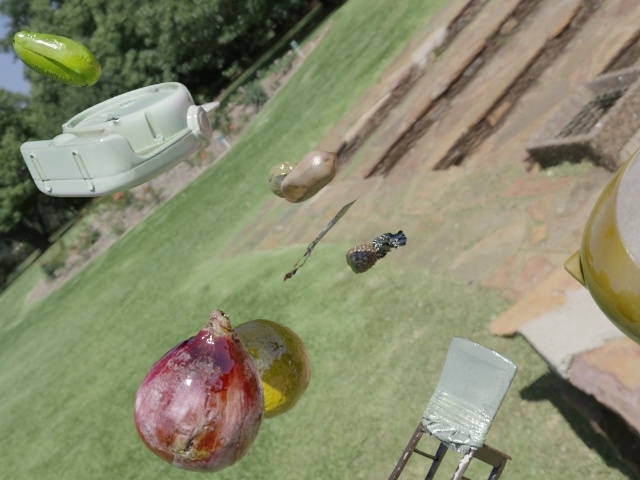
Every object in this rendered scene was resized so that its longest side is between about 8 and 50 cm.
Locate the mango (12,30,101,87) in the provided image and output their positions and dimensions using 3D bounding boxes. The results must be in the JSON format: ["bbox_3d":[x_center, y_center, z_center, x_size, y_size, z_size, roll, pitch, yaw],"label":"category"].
[{"bbox_3d":[-0.490,-0.346,1.433,0.091,0.165,0.074,-47,22,50],"label":"mango"}]

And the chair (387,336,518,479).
[{"bbox_3d":[0.284,0.373,1.508,0.160,0.186,0.319,21,81,43],"label":"chair"}]

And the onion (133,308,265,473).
[{"bbox_3d":[-0.137,0.175,0.916,0.159,0.160,0.194,-98,23,-73],"label":"onion"}]

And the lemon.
[{"bbox_3d":[-0.139,0.296,1.803,0.228,0.228,0.253,-42,23,2],"label":"lemon"}]

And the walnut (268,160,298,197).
[{"bbox_3d":[-0.075,-0.138,1.740,0.092,0.092,0.092,-40,15,13],"label":"walnut"}]

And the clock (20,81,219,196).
[{"bbox_3d":[-0.330,-0.187,1.337,0.265,0.108,0.324,0,30,38],"label":"clock"}]

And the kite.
[{"bbox_3d":[-0.001,-0.001,1.274,0.141,0.015,0.245,-52,-1,28],"label":"kite"}]

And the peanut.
[{"bbox_3d":[-0.024,-0.134,1.619,0.152,0.076,0.076,-40,15,23],"label":"peanut"}]

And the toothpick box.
[{"bbox_3d":[0.698,0.012,1.401,0.425,0.409,0.409,-55,6,31],"label":"toothpick box"}]

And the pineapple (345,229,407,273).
[{"bbox_3d":[0.142,0.023,1.901,0.159,0.074,0.074,-28,10,-16],"label":"pineapple"}]
